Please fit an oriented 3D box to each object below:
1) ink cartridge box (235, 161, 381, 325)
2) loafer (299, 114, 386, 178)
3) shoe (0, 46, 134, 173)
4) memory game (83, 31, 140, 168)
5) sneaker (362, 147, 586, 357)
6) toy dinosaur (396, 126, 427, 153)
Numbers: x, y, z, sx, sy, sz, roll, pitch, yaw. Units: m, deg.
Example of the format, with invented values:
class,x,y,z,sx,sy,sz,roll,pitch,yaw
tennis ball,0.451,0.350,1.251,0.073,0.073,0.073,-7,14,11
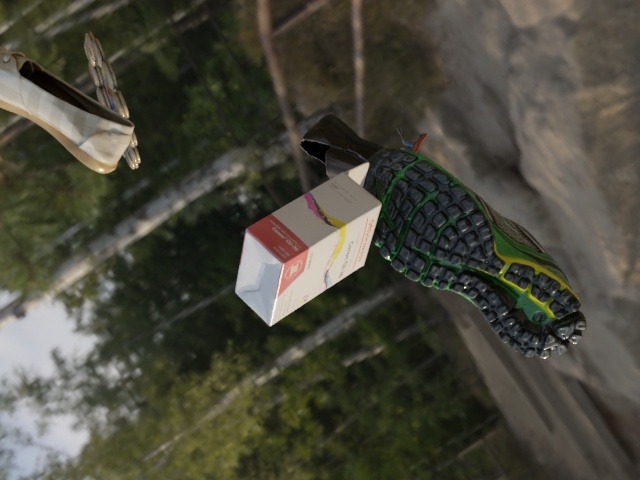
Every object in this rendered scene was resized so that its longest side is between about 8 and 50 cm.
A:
class,x,y,z,sx,sy,sz,roll,pitch,yaw
ink cartridge box,0.000,0.000,1.161,0.067,0.198,0.115,41,143,23
loafer,0.046,-0.108,1.486,0.220,0.078,0.080,40,152,43
shoe,-0.290,-0.157,1.031,0.219,0.058,0.076,36,-153,-10
memory game,-0.273,-0.182,1.301,0.186,0.012,0.186,59,162,32
sneaker,0.186,0.008,1.278,0.343,0.134,0.146,42,-161,-12
toy dinosaur,0.150,-0.142,1.647,0.090,0.082,0.047,59,180,22
